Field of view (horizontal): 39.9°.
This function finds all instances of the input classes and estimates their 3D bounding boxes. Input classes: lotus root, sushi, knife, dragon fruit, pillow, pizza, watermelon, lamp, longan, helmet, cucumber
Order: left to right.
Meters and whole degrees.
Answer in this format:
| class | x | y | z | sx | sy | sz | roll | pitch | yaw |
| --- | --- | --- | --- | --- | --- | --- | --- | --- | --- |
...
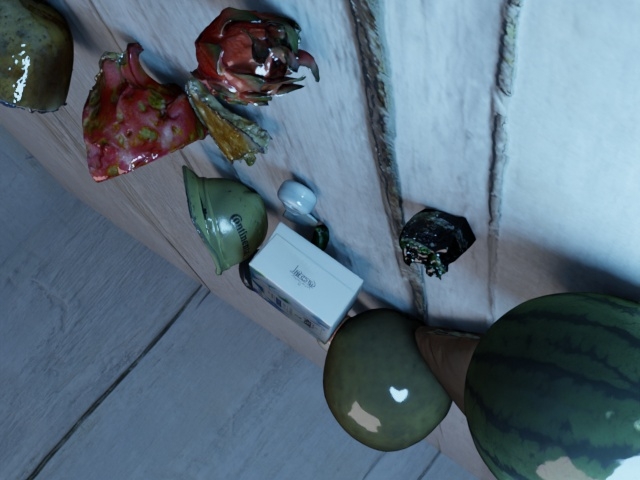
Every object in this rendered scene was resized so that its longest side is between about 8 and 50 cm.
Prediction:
| class | x | y | z | sx | sy | sz | roll | pitch | yaw |
| --- | --- | --- | --- | --- | --- | --- | --- | --- | --- |
| lotus root | -0.560 | -0.370 | 1.591 | 0.272 | 0.192 | 0.272 | 25 | -166 | -7 |
| dragon fruit | -0.296 | -0.228 | 1.469 | 0.134 | 0.262 | 0.211 | -22 | 105 | 32 |
| helmet | -0.179 | -0.052 | 1.798 | 0.257 | 0.137 | 0.204 | 75 | -179 | -57 |
| pizza | -0.132 | -0.181 | 1.411 | 0.195 | 0.052 | 0.185 | 30 | 158 | 48 |
| dragon fruit | -0.081 | -0.210 | 1.025 | 0.142 | 0.130 | 0.121 | -9 | 141 | 14 |
| lamp | -0.086 | 0.091 | 2.093 | 0.130 | 0.108 | 0.371 | 47 | 164 | -27 |
| knife | -0.039 | -0.054 | 1.647 | 0.080 | 0.044 | 0.331 | 29 | 173 | 3 |
| cucumber | 0.000 | 0.000 | 1.721 | 0.036 | 0.033 | 0.184 | 58 | 169 | 8 |
| longan | 0.137 | 0.287 | 1.848 | 0.297 | 0.297 | 0.297 | 35 | 167 | 9 |
| sushi | 0.152 | 0.001 | 1.214 | 0.083 | 0.084 | 0.056 | 29 | 164 | 37 |
| pillow | 0.327 | 0.282 | 1.619 | 0.305 | 0.108 | 0.308 | 52 | 164 | -8 |
| watermelon | 0.331 | 0.202 | 1.014 | 0.279 | 0.279 | 0.359 | 46 | 162 | -32 |

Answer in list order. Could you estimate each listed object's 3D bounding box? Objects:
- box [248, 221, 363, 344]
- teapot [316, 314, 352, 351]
| class | x | y | z | sx | sy | sz | roll | pitch | yaw |
| --- | --- | --- | --- | --- | --- | --- | --- | --- | --- |
| box | -0.033 | 0.095 | 1.807 | 0.203 | 0.116 | 0.274 | 36 | 167 | 6 |
| teapot | 0.072 | 0.227 | 2.112 | 0.245 | 0.159 | 0.116 | 22 | -127 | -80 |
